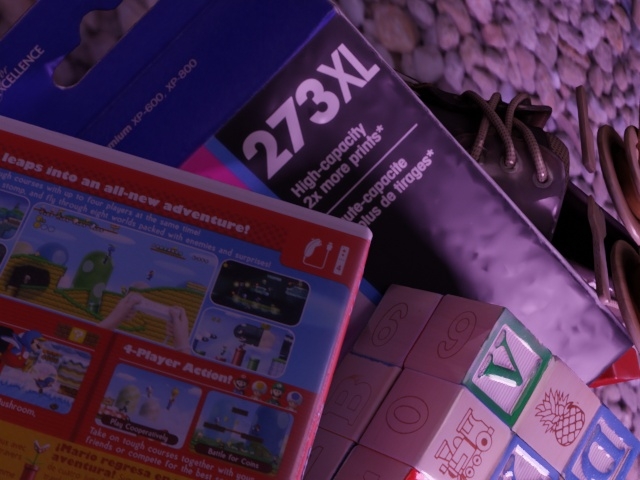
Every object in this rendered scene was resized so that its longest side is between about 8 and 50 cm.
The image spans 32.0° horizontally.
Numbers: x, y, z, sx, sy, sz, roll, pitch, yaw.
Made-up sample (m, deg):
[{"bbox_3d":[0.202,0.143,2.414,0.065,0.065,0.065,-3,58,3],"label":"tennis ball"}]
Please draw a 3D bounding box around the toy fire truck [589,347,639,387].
[{"bbox_3d":[0.172,0.136,0.817,0.192,0.047,0.135,10,69,-44],"label":"toy fire truck"}]

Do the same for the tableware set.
[{"bbox_3d":[0.208,-0.001,0.689,0.128,0.039,0.194,48,33,-34],"label":"tableware set"}]

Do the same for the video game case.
[{"bbox_3d":[-0.112,0.088,0.434,0.204,0.025,0.285,17,61,2],"label":"video game case"}]

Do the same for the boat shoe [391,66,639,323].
[{"bbox_3d":[0.096,-0.044,0.709,0.355,0.130,0.132,36,37,-37],"label":"boat shoe"}]

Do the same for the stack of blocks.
[{"bbox_3d":[0.009,0.169,0.519,0.171,0.087,0.297,43,72,-31],"label":"stack of blocks"}]

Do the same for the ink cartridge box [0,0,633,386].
[{"bbox_3d":[0.000,0.000,0.587,0.371,0.176,0.069,43,6,-28],"label":"ink cartridge box"}]
